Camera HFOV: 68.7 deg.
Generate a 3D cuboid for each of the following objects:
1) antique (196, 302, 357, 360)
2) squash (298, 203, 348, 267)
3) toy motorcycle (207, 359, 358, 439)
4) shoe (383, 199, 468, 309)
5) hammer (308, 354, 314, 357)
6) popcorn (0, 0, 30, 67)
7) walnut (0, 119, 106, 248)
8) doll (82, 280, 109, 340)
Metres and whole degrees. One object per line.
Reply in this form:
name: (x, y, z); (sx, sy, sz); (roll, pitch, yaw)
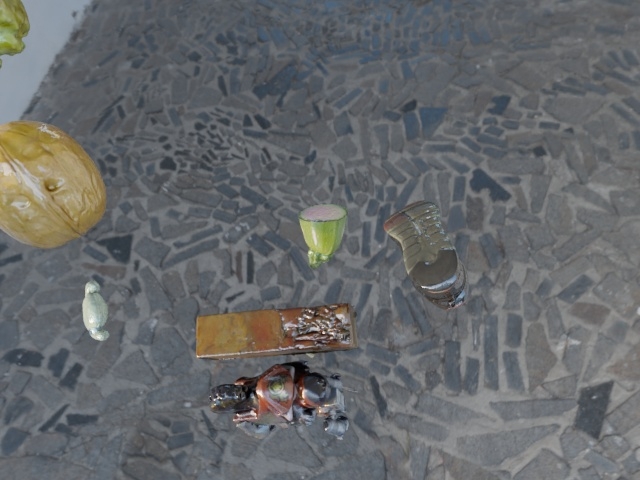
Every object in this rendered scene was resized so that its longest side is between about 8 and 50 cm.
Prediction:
antique: (-0.083, 0.181, 0.924); (0.309, 0.093, 0.088); (-6, 72, 10)
squash: (0.007, 0.002, 0.977); (0.105, 0.132, 0.105); (-2, 22, 1)
toy motorcycle: (-0.028, 0.324, 0.942); (0.207, 0.401, 0.134); (-22, 55, 22)
shoe: (0.214, 0.026, 0.913); (0.114, 0.137, 0.291); (-29, 32, 12)
hammer: (-0.103, 0.304, 1.421); (0.198, 0.013, 0.062); (33, 23, -10)
popcorn: (-0.599, -0.377, 0.753); (0.204, 0.221, 0.184); (43, 114, 23)
walnut: (-0.490, -0.095, 0.818); (0.193, 0.226, 0.193); (-17, 26, 8)
doll: (-0.740, 0.234, 1.532); (0.103, 0.071, 0.214); (-41, 62, 30)
